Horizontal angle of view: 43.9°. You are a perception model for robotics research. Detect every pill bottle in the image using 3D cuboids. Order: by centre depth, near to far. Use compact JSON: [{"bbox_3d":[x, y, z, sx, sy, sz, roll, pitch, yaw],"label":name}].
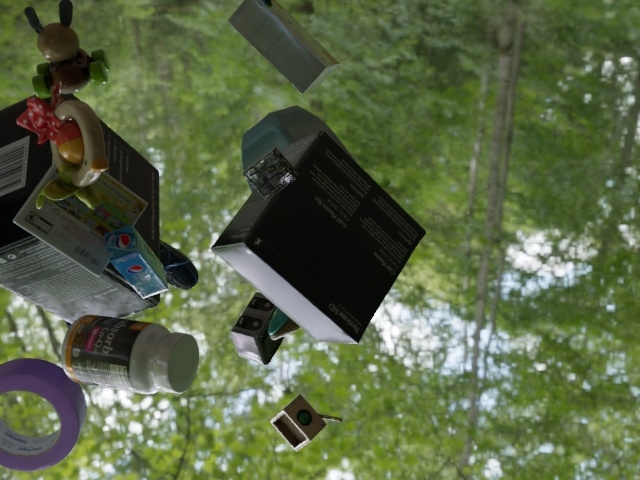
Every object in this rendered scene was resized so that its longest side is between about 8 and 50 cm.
[{"bbox_3d":[-0.424,0.258,1.780,0.278,0.162,0.162,4,-155,21],"label":"pill bottle"}]

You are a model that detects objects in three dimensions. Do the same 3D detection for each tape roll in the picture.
[{"bbox_3d":[-0.731,0.435,1.982,0.274,0.275,0.090,-7,-161,-1],"label":"tape roll"}]

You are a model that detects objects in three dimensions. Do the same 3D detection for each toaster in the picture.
[{"bbox_3d":[-0.178,0.271,2.416,0.110,0.186,0.168,14,-128,24],"label":"toaster"}]

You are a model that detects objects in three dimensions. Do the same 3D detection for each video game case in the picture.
[{"bbox_3d":[-0.535,-0.064,1.786,0.026,0.227,0.206,6,-118,58],"label":"video game case"}]

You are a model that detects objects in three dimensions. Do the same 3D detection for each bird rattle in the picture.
[{"bbox_3d":[-0.474,-0.188,1.527,0.143,0.254,0.207,0,168,-44],"label":"bird rattle"}]

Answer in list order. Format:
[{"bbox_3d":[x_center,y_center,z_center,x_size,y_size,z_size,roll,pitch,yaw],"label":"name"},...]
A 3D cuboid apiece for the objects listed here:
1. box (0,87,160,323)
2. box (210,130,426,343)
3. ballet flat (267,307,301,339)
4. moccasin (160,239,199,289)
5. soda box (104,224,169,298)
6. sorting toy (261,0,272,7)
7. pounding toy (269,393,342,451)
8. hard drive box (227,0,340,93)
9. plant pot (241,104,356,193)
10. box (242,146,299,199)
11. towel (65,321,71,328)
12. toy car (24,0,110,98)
[{"bbox_3d":[-0.690,-0.078,2.201,0.297,0.472,0.480,-19,-123,19],"label":"box"},{"bbox_3d":[0.000,0.000,1.730,0.312,0.343,0.179,-56,-159,-23],"label":"box"},{"bbox_3d":[-0.023,0.133,2.114,0.116,0.124,0.342,-21,-140,51],"label":"ballet flat"},{"bbox_3d":[-0.542,0.062,2.563,0.138,0.342,0.117,-51,-159,9],"label":"moccasin"},{"bbox_3d":[-0.409,0.051,1.775,0.067,0.210,0.071,-19,-119,-1],"label":"soda box"},{"bbox_3d":[-0.100,-0.508,1.619,0.102,0.061,0.042,-3,-131,-41],"label":"sorting toy"},{"bbox_3d":[-0.039,0.486,2.141,0.100,0.130,0.141,-38,172,-38],"label":"pounding toy"},{"bbox_3d":[-0.079,-0.450,1.810,0.089,0.232,0.181,-45,-176,17],"label":"hard drive box"},{"bbox_3d":[-0.096,-0.261,2.409,0.248,0.252,0.247,-32,179,39],"label":"plant pot"},{"bbox_3d":[-0.090,-0.120,1.439,0.083,0.067,0.018,-33,-164,33],"label":"box"},{"bbox_3d":[-0.789,0.299,2.714,0.040,0.336,0.243,-10,-164,10],"label":"towel"},{"bbox_3d":[-0.565,-0.426,1.725,0.155,0.188,0.149,-14,-146,-2],"label":"toy car"}]
